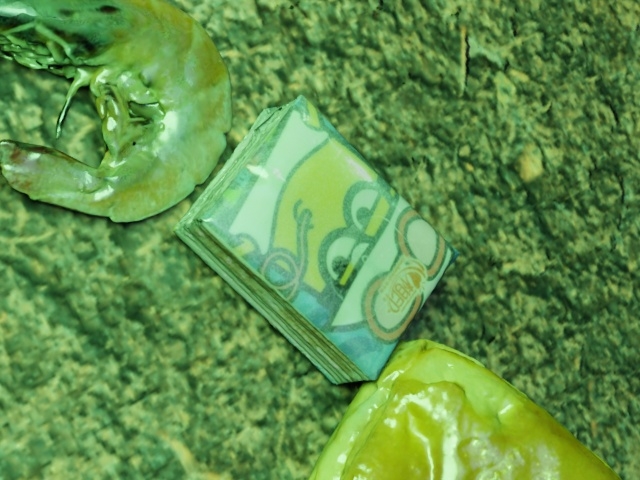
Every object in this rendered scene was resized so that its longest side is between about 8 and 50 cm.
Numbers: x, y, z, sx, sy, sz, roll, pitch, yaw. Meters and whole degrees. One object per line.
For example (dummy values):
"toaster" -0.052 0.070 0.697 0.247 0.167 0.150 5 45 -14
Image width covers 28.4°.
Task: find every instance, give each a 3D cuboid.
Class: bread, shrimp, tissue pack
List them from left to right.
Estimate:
"shrimp" -0.160 -0.094 0.743 0.251 0.052 0.144 13 77 -27
"tissue pack" 0.000 0.000 0.806 0.155 0.065 0.115 43 64 -15
"bread" 0.099 0.195 0.794 0.235 0.099 0.210 36 66 -10
